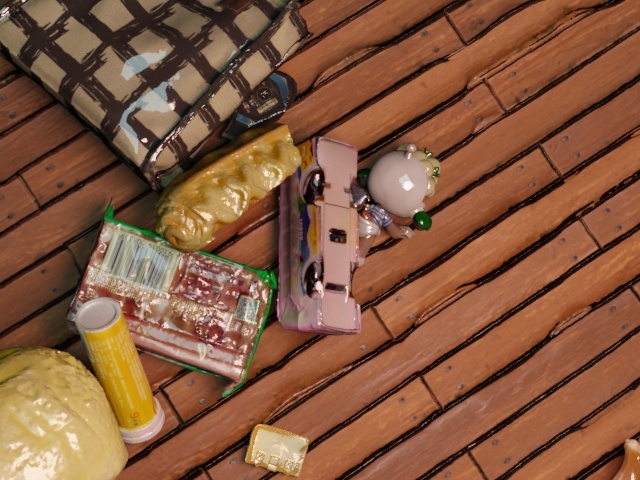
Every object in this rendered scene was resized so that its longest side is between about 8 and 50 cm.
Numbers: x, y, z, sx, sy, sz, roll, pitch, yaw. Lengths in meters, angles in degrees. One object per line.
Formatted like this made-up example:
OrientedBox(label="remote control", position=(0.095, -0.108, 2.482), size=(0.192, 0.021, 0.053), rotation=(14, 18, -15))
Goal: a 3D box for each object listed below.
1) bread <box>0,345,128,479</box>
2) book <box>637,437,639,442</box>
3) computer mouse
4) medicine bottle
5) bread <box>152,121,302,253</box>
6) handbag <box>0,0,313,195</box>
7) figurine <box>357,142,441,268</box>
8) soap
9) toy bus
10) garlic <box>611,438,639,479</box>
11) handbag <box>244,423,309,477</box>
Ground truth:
OrientedBox(label="bread", position=(-0.417, 0.275, 1.377), size=(0.320, 0.320, 0.237), rotation=(-35, 95, -8))
OrientedBox(label="book", position=(0.565, 0.280, 1.583), size=(0.161, 0.026, 0.231), rotation=(33, 81, 1))
OrientedBox(label="computer mouse", position=(-0.093, -0.195, 1.589), size=(0.135, 0.047, 0.079), rotation=(-34, 71, -3))
OrientedBox(label="medicine bottle", position=(-0.268, 0.175, 1.447), size=(0.074, 0.218, 0.074), rotation=(-6, 41, 5))
OrientedBox(label="bread", position=(-0.131, -0.082, 1.490), size=(0.232, 0.128, 0.088), rotation=(-41, 129, -22))
OrientedBox(label="handbag", position=(-0.236, -0.285, 1.526), size=(0.325, 0.162, 0.327), rotation=(42, 81, 10))
OrientedBox(label="figurine", position=(0.098, -0.052, 1.562), size=(0.147, 0.093, 0.197), rotation=(41, 109, 31))
OrientedBox(label="soap", position=(-0.208, 0.079, 1.519), size=(0.273, 0.098, 0.218), rotation=(19, 82, -2))
OrientedBox(label="toy bus", position=(-0.001, 0.000, 1.520), size=(0.090, 0.112, 0.274), rotation=(13, 71, -38))
OrientedBox(label="garlic", position=(0.414, 0.384, 1.531), size=(0.128, 0.090, 0.198), rotation=(47, 107, 7))
OrientedBox(label="handbag", position=(-0.061, 0.297, 1.536), size=(0.083, 0.027, 0.061), rotation=(18, 81, -3))
